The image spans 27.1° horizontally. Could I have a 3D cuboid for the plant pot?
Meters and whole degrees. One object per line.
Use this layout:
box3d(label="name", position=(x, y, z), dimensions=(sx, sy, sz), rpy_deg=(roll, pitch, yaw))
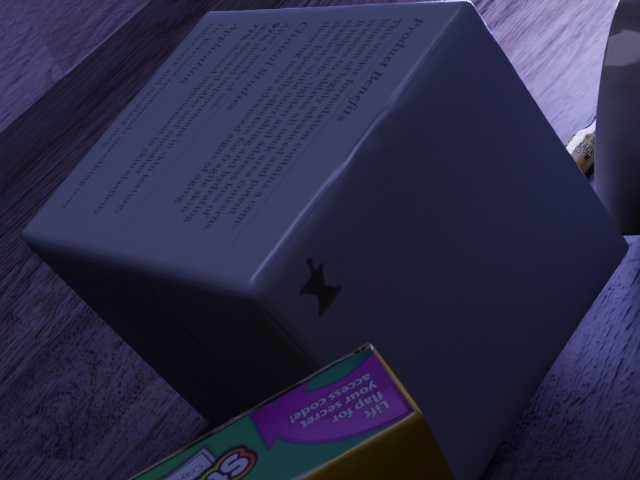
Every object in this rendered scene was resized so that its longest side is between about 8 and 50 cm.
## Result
box3d(label="plant pot", position=(0.428, -0.118, 1.270), dimensions=(0.274, 0.256, 0.256), rpy_deg=(6, 40, 24))

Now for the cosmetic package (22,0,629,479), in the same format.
box3d(label="cosmetic package", position=(0.000, 0.000, 1.273), dimensions=(0.394, 0.327, 0.329), rpy_deg=(11, 57, 51))

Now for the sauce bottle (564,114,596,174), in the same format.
box3d(label="sauce bottle", position=(0.303, -0.105, 1.541), dimensions=(0.042, 0.042, 0.128), rpy_deg=(1, 40, 43))

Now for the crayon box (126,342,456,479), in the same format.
box3d(label="crayon box", position=(-0.048, 0.290, 0.880), dimensions=(0.363, 0.313, 0.106), rpy_deg=(-30, 27, -4))
